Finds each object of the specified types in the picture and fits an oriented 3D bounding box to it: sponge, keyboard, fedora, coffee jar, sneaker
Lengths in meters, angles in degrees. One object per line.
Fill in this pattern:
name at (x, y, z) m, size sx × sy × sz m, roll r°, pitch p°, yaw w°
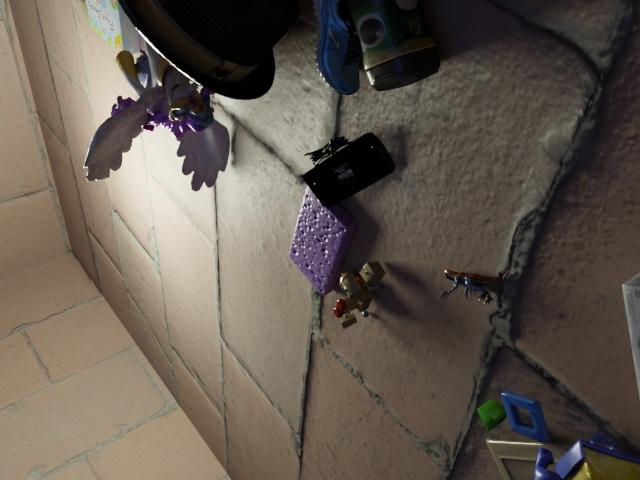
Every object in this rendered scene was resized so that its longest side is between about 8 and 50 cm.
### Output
sponge at (0.000, 0.000, 1.192) m, size 0.117 × 0.031 × 0.210 m, roll 49°, pitch 145°, yaw 25°
keyboard at (0.042, -0.126, 1.033) m, size 0.192 × 0.038 × 0.100 m, roll -25°, pitch 103°, yaw 50°
fedora at (-0.144, -0.373, 0.940) m, size 0.152 × 0.334 × 0.334 m, roll -28°, pitch 87°, yaw 29°
coffee jar at (0.085, -0.286, 0.802) m, size 0.096 × 0.079 × 0.184 m, roll -2°, pitch 109°, yaw 55°
sneaker at (0.033, -0.286, 0.902) m, size 0.073 × 0.063 × 0.162 m, roll 18°, pitch 126°, yaw 48°

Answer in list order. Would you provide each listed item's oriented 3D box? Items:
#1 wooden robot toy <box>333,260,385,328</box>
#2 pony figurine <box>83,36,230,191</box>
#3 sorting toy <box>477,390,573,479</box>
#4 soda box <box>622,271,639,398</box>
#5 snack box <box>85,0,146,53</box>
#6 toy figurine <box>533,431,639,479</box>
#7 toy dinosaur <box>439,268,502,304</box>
wooden robot toy at (0.053, 0.084, 1.137) m, size 0.079 × 0.076 × 0.173 m, roll 61°, pitch 151°, yaw 30°
pony figurine at (-0.330, -0.291, 1.311) m, size 0.351 × 0.303 × 0.363 m, roll -57°, pitch 47°, yaw 46°
sorting toy at (0.341, 0.365, 0.907) m, size 0.347 × 0.047 × 0.196 m, roll 65°, pitch 154°, yaw 1°
soda box at (0.377, 0.133, 0.656) m, size 0.074 × 0.069 × 0.216 m, roll 7°, pitch 118°, yaw 55°
snack box at (-0.497, -0.567, 1.526) m, size 0.207 × 0.070 × 0.174 m, roll 44°, pitch 144°, yaw 34°
toy figurine at (0.380, 0.296, 0.720) m, size 0.363 × 0.217 × 0.191 m, roll 15°, pitch 120°, yaw -1°
toy dinosaur at (0.213, 0.057, 0.911) m, size 0.090 × 0.047 × 0.082 m, roll -54°, pitch 49°, yaw 20°
